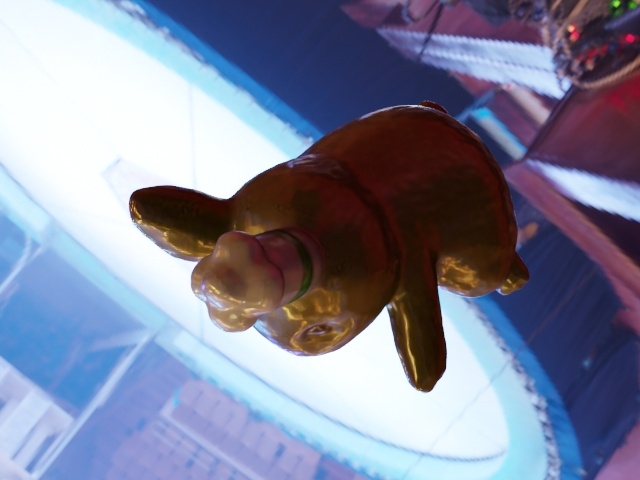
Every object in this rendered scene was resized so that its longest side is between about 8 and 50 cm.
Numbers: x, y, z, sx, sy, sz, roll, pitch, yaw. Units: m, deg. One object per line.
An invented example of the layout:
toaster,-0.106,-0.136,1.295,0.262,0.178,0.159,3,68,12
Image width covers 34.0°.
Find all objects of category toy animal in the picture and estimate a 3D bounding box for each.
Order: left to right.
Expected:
toy animal,0.005,0.015,0.771,0.181,0.363,0.180,15,118,35
